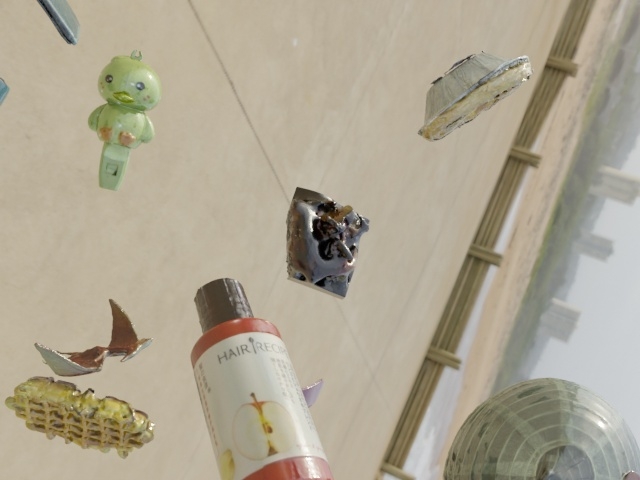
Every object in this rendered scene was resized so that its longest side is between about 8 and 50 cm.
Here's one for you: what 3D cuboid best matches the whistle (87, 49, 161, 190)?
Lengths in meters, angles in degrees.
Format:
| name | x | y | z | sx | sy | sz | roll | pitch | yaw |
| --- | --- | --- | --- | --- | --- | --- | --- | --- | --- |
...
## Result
| name | x | y | z | sx | sy | sz | roll | pitch | yaw |
| --- | --- | --- | --- | --- | --- | --- | --- | --- | --- |
| whistle | -0.415 | -0.256 | 1.470 | 0.141 | 0.141 | 0.294 | 39 | 59 | -72 |

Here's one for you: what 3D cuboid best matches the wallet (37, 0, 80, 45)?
| name | x | y | z | sx | sy | sz | roll | pitch | yaw |
| --- | --- | --- | --- | --- | --- | --- | --- | --- | --- |
| wallet | -0.409 | -0.365 | 1.061 | 0.088 | 0.026 | 0.129 | -105 | 171 | -49 |

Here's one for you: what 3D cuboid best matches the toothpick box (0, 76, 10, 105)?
| name | x | y | z | sx | sy | sz | roll | pitch | yaw |
| --- | --- | --- | --- | --- | --- | --- | --- | --- | --- |
| toothpick box | -0.659 | -0.243 | 1.274 | 0.184 | 0.120 | 0.120 | -54 | 160 | -9 |

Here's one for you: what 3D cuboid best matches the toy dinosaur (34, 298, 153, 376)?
| name | x | y | z | sx | sy | sz | roll | pitch | yaw |
| --- | --- | --- | --- | --- | --- | --- | --- | --- | --- |
| toy dinosaur | -0.476 | 0.207 | 1.442 | 0.327 | 0.206 | 0.113 | -17 | 100 | -57 |

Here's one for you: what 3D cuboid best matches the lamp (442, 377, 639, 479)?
| name | x | y | z | sx | sy | sz | roll | pitch | yaw |
| --- | --- | --- | --- | --- | --- | --- | --- | --- | --- |
| lamp | 0.260 | 0.291 | 0.832 | 0.265 | 0.233 | 0.233 | -40 | 156 | -9 |

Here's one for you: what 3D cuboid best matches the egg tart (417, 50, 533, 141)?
| name | x | y | z | sx | sy | sz | roll | pitch | yaw |
| --- | --- | --- | --- | --- | --- | --- | --- | --- | --- |
| egg tart | 0.263 | -0.264 | 1.250 | 0.234 | 0.094 | 0.234 | -34 | 177 | -2 |

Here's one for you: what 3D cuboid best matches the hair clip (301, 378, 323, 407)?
| name | x | y | z | sx | sy | sz | roll | pitch | yaw |
| --- | --- | --- | --- | --- | --- | --- | --- | --- | --- |
| hair clip | -0.045 | 0.260 | 1.161 | 0.137 | 0.022 | 0.054 | 0 | 120 | -43 |

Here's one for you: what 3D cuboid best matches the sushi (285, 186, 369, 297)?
| name | x | y | z | sx | sy | sz | roll | pitch | yaw |
| --- | --- | --- | --- | --- | --- | --- | --- | --- | --- |
| sushi | -0.001 | 0.001 | 1.771 | 0.212 | 0.215 | 0.227 | 95 | 16 | -81 |

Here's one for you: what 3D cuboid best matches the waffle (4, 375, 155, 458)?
| name | x | y | z | sx | sy | sz | roll | pitch | yaw |
| --- | --- | --- | --- | --- | --- | --- | --- | --- | --- |
| waffle | -0.502 | 0.375 | 1.492 | 0.309 | 0.283 | 0.065 | 48 | 38 | -38 |

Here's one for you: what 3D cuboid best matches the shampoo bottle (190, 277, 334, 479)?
| name | x | y | z | sx | sy | sz | roll | pitch | yaw |
| --- | --- | --- | --- | --- | --- | --- | --- | --- | --- |
| shampoo bottle | -0.076 | 0.157 | 0.742 | 0.104 | 0.278 | 0.104 | -15 | 139 | -13 |
